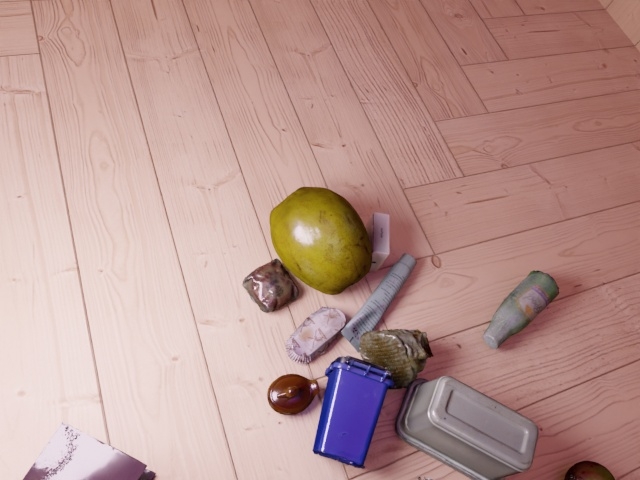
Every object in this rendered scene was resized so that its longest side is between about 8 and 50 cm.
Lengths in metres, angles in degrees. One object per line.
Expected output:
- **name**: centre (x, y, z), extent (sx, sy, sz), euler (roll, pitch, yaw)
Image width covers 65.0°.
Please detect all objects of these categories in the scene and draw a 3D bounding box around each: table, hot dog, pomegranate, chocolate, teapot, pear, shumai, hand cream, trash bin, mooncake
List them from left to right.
- **table**: centre (-0.474, 0.538, 0.958), extent (0.196, 0.250, 0.282), euler (26, 59, 2)
- **mooncake**: centre (-0.131, 0.123, 1.367), extent (0.125, 0.073, 0.130), euler (-31, 75, -28)
- **teapot**: centre (-0.067, 0.376, 1.241), extent (0.129, 0.078, 0.098), euler (-7, 64, -17)
- **hot dog**: centre (-0.012, 0.251, 1.339), extent (0.099, 0.053, 0.192), euler (44, 64, 12)
- **pear**: centre (0.000, 0.000, 1.369), extent (0.253, 0.253, 0.307), euler (-32, 87, -26)
- **trash bin**: centre (0.073, 0.408, 1.207), extent (0.163, 0.184, 0.234), euler (20, 65, -1)
- **hand cream**: centre (0.176, 0.165, 1.423), extent (0.085, 0.058, 0.331), euler (54, 56, -22)
- **shumai**: centre (0.204, 0.281, 1.333), extent (0.184, 0.184, 0.142), euler (44, 38, 11)
- **chocolate**: centre (0.583, 0.209, 1.482), extent (0.291, 0.110, 0.110), euler (-37, 76, -25)
- **pomegranate**: centre (0.697, 0.627, 1.272), extent (0.159, 0.129, 0.129), euler (16, 58, -28)

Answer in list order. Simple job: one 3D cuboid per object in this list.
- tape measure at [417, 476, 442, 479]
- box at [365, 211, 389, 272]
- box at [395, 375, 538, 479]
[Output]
- **tape measure**: centre (0.300, 0.704, 1.126), extent (0.246, 0.125, 0.243), euler (29, 59, 3)
- **box**: centre (0.158, 0.007, 1.465), extent (0.051, 0.129, 0.130), euler (9, 61, -9)
- **box**: centre (0.369, 0.462, 1.242), extent (0.312, 0.182, 0.175), euler (29, 60, 2)
